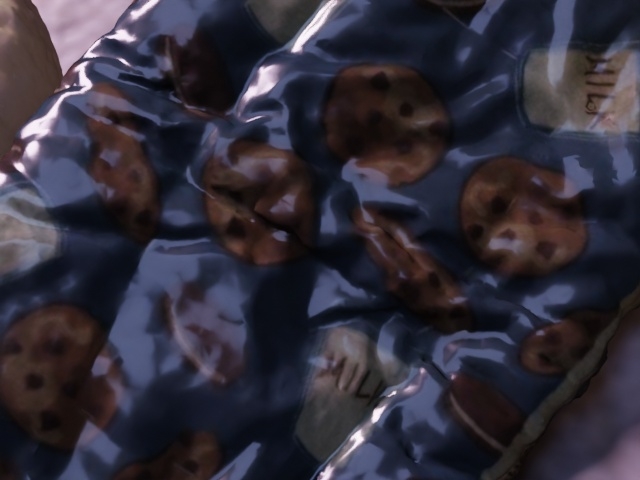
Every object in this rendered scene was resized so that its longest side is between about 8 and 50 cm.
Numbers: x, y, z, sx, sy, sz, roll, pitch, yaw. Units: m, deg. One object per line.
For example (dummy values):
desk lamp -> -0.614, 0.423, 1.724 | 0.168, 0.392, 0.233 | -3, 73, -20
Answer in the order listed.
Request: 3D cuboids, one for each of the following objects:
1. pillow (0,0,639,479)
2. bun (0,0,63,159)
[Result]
pillow -> 0.000, -0.002, 0.431 | 0.189, 0.034, 0.256 | 36, 79, 7
bun -> -0.209, -0.019, 0.518 | 0.243, 0.153, 0.244 | 0, 52, 0
